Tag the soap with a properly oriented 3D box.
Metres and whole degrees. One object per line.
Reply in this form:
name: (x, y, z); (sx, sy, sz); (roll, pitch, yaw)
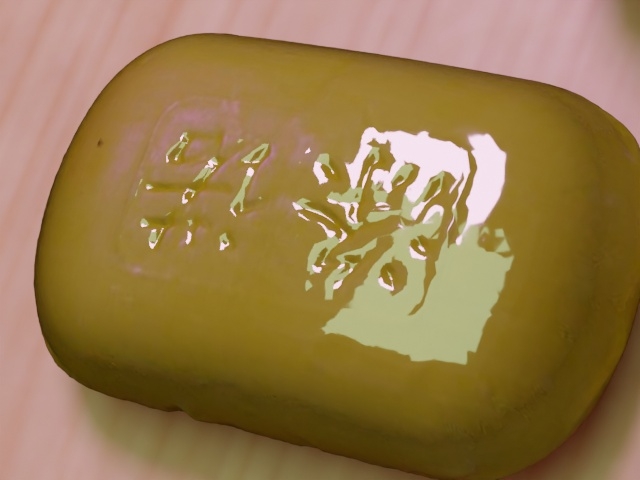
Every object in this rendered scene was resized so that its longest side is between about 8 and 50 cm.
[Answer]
soap: (0.000, 0.000, 0.349); (0.140, 0.045, 0.089); (11, 72, 24)
